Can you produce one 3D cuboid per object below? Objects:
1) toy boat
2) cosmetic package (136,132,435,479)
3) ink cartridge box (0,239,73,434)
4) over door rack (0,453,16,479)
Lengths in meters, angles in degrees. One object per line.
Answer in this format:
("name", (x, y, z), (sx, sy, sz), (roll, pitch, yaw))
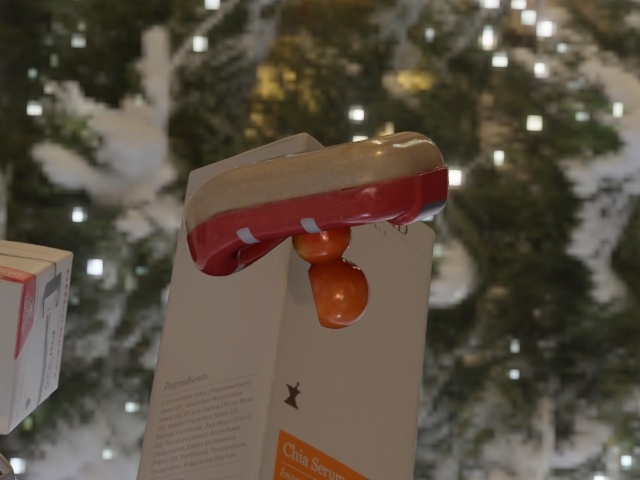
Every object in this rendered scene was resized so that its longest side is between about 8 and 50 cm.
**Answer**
("toy boat", (0.000, 0.000, 1.419), (0.151, 0.231, 0.151), (-18, 97, -60))
("cosmetic package", (-0.030, 0.154, 1.652), (0.230, 0.161, 0.453), (34, 51, -40))
("ink cartridge box", (-0.323, 0.094, 1.724), (0.218, 0.092, 0.159), (-71, 169, -82))
("over door rack", (-0.397, 0.126, 1.214), (0.108, 0.324, 0.239), (52, -26, 44))
